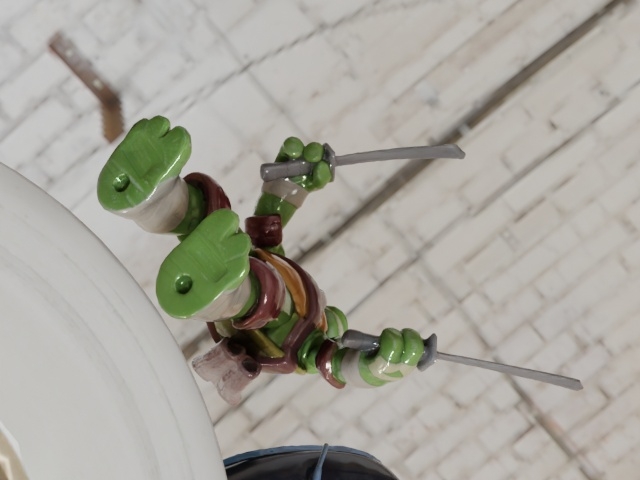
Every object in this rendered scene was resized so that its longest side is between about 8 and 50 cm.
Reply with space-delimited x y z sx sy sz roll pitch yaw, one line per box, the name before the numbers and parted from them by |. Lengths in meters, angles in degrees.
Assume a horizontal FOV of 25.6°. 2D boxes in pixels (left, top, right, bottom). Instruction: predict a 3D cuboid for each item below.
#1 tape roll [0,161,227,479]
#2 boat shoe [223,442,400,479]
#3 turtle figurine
tape roll | -0.167 0.095 0.388 0.169 0.246 0.246 -14 -146 56
boat shoe | -0.061 0.174 0.680 0.258 0.109 0.089 -16 -156 -26
turtle figurine | 0.000 0.000 0.943 0.275 0.266 0.197 -10 -111 26
